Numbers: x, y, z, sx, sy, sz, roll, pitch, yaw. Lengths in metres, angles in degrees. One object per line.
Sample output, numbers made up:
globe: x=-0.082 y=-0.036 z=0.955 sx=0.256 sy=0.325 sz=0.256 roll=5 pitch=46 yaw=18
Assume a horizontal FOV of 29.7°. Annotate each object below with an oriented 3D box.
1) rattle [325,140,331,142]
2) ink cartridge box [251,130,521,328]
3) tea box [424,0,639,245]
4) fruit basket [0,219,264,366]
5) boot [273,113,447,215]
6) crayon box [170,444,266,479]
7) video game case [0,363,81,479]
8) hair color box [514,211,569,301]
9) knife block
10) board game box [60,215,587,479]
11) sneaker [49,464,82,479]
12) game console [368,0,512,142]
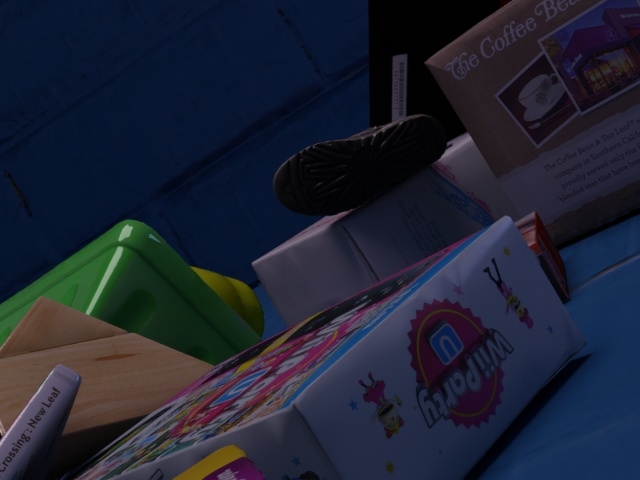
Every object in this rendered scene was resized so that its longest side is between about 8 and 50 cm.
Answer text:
rattle: x=0.000 y=0.000 z=1.486 sx=0.142 sy=0.200 sz=0.130 roll=-30 pitch=3 yaw=21
ink cartridge box: x=0.110 y=-0.014 z=1.314 sx=0.306 sy=0.131 sz=0.226 roll=-31 pitch=3 yaw=-30
tea box: x=0.335 y=-0.193 z=1.117 sx=0.329 sy=0.220 sz=0.323 roll=-30 pitch=2 yaw=42
fruit basket: x=-0.229 y=0.119 z=1.538 sx=0.392 sy=0.283 sz=0.392 roll=-39 pitch=17 yaw=14
boot: x=0.028 y=-0.079 z=1.241 sx=0.189 sy=0.076 sz=0.208 roll=-17 pitch=10 yaw=-10
crayon box: x=-0.110 y=0.193 z=0.286 sx=0.313 sy=0.106 sz=0.363 roll=-33 pitch=3 yaw=-9
video game case: x=-0.232 y=0.207 z=0.791 sx=0.212 sy=0.023 sz=0.193 roll=-60 pitch=0 yaw=44
hair color box: x=0.144 y=0.030 z=0.963 sx=0.093 sy=0.053 sz=0.167 roll=-30 pitch=4 yaw=12
knife block: x=-0.236 y=0.170 z=1.020 sx=0.242 sy=0.275 sz=0.088 roll=-65 pitch=-3 yaw=-50
board game box: x=-0.021 y=0.119 z=0.731 sx=0.303 sy=0.097 sz=0.224 roll=-28 pitch=5 yaw=44
sneaker: x=-0.205 y=0.224 z=0.962 sx=0.232 sy=0.081 sz=0.090 roll=-31 pitch=-5 yaw=-19
game console: x=0.221 y=-0.218 z=1.431 sx=0.342 sy=0.060 sz=0.387 roll=-11 pitch=-43 yaw=-7
